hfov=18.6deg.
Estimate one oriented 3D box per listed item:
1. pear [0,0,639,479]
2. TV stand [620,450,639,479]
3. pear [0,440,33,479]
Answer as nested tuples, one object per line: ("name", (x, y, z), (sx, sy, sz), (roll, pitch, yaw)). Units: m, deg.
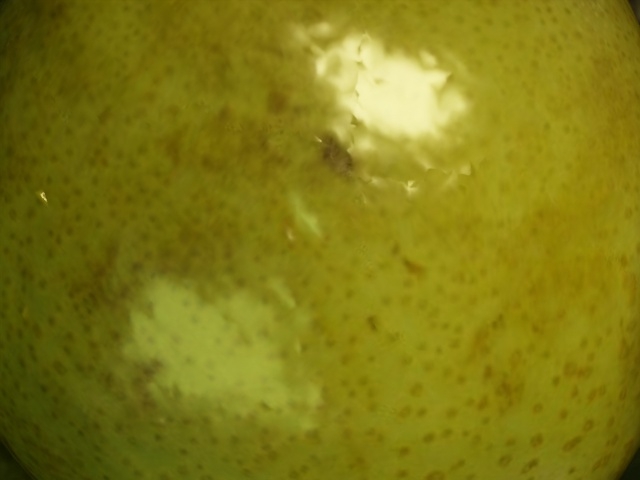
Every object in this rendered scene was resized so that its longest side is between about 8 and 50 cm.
("pear", (0.000, 0.000, 0.774), (0.304, 0.304, 0.304), (12, 126, 17))
("TV stand", (0.185, 0.120, 0.936), (0.249, 0.036, 0.042), (-15, 112, 32))
("pear", (-0.292, 0.080, 0.936), (0.413, 0.352, 0.352), (10, 129, 49))
